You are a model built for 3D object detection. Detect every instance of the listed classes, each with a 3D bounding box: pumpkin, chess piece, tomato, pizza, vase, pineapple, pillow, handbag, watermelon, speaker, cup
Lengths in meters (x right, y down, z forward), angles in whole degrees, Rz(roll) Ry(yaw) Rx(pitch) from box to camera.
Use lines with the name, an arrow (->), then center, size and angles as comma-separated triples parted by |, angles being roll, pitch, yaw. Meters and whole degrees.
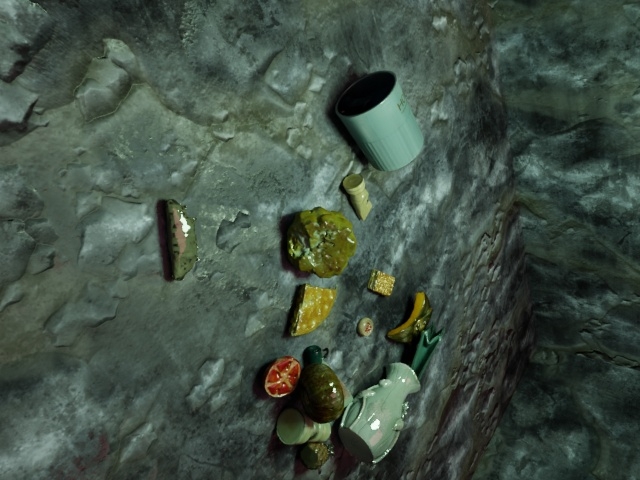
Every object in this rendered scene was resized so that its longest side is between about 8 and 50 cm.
pumpkin -> 0.014, 0.564, 1.540 | 0.162, 0.219, 0.219 | -8, 102, -27
chess piece -> 0.164, -0.177, 1.744 | 0.090, 0.090, 0.200 | -54, 140, -25
tomato -> -0.151, 0.489, 1.517 | 0.155, 0.069, 0.155 | -9, 106, -35
pizza -> -0.039, 0.246, 1.606 | 0.292, 0.058, 0.197 | -45, 123, -33
chess piece -> 0.201, 0.390, 1.877 | 0.083, 0.038, 0.084 | -10, 104, -44
vase -> 0.276, 0.753, 1.875 | 0.445, 0.250, 0.250 | -38, 120, -39
pineapple -> -0.002, 0.871, 1.708 | 0.197, 0.108, 0.108 | 25, 77, -56
pumpkin -> 0.476, 0.422, 2.115 | 0.290, 0.095, 0.258 | -54, 141, -14
pillow -> -0.400, -0.003, 1.217 | 0.093, 0.051, 0.241 | -10, 101, -38
handbag -> 0.527, 0.553, 2.112 | 0.274, 0.100, 0.269 | -66, 161, 10
watermelon -> 0.025, 0.592, 1.708 | 0.154, 0.094, 0.241 | -29, 114, -28
speaker -> -0.008, 0.455, 1.648 | 0.094, 0.060, 0.075 | -8, 105, -11
chess piece -> -0.046, 0.728, 1.622 | 0.243, 0.133, 0.133 | 35, 71, -48
cup -> 0.233, -0.480, 1.681 | 0.257, 0.331, 0.311 | -38, 129, 5

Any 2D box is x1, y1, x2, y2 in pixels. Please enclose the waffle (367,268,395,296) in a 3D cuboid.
waffle -> 0.283, 0.198, 1.927 | 0.148, 0.042, 0.102 | 25, 76, -44

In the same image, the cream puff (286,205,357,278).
cream puff -> -0.002, -0.001, 1.544 | 0.282, 0.185, 0.282 | -3, 116, -6
